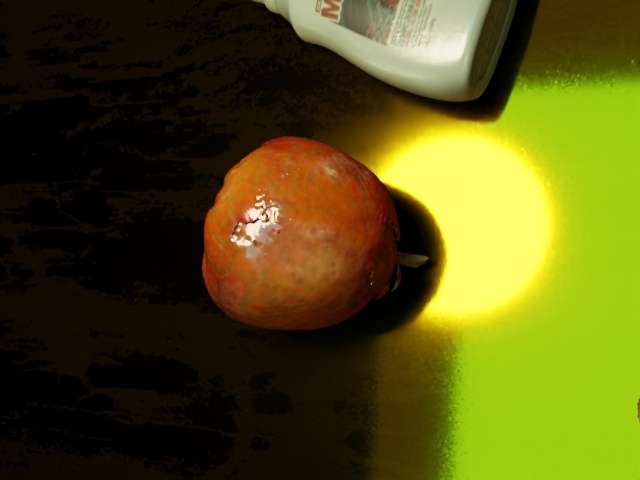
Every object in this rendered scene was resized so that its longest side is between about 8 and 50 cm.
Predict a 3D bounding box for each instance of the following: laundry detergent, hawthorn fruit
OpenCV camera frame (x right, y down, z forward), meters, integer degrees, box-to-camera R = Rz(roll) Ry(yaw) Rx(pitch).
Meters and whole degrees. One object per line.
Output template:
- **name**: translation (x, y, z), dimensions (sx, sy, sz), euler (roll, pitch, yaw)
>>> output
- **laundry detergent**: translation (0.074, -0.362, 1.229), dimensions (0.398, 0.125, 0.264), euler (19, 91, 27)
- **hawthorn fruit**: translation (0.000, 0.000, 1.150), dimensions (0.307, 0.276, 0.276), euler (10, 86, -5)

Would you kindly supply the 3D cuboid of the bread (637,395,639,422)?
- **bread**: translation (0.425, 0.208, 1.030), dimensions (0.085, 0.053, 0.085), euler (1, 95, 19)
